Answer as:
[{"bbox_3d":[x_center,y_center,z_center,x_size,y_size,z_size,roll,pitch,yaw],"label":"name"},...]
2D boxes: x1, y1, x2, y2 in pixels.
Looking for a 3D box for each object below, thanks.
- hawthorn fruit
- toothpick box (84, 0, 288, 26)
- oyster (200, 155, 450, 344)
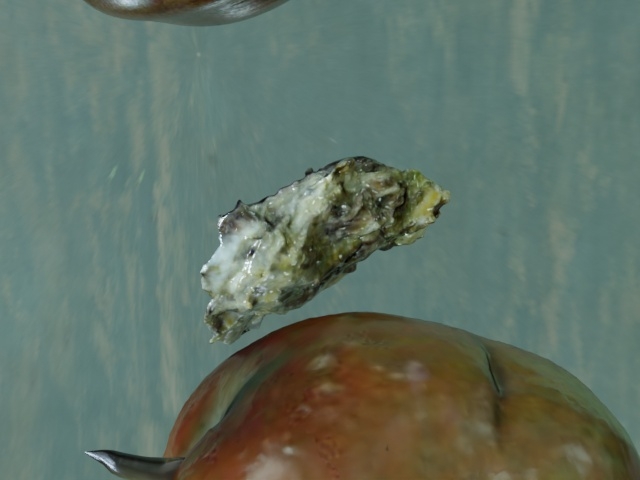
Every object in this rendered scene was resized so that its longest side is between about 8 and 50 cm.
[{"bbox_3d":[0.015,0.168,0.969,0.301,0.268,0.267,17,95,-21],"label":"hawthorn fruit"},{"bbox_3d":[-0.087,-0.249,0.901,0.192,0.192,0.294,-29,121,0],"label":"toothpick box"},{"bbox_3d":[-0.002,-0.003,1.053,0.166,0.053,0.108,-37,135,-18],"label":"oyster"}]
